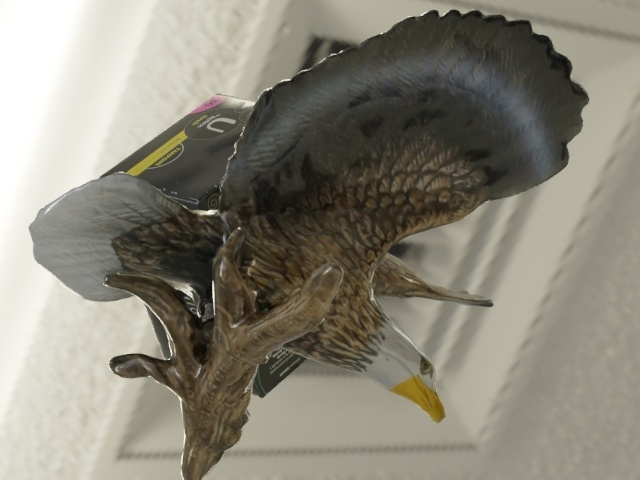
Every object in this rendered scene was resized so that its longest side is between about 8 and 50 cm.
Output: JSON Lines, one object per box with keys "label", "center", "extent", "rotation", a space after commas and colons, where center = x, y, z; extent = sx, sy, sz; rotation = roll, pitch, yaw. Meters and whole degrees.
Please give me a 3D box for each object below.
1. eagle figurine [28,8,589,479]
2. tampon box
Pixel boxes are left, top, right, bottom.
{"label": "eagle figurine", "center": [0.006, 0.009, 1.089], "extent": [0.298, 0.226, 0.225], "rotation": [-49, -53, -47]}
{"label": "tampon box", "center": [-0.058, 0.001, 1.303], "extent": [0.120, 0.101, 0.161], "rotation": [-39, -53, -34]}
